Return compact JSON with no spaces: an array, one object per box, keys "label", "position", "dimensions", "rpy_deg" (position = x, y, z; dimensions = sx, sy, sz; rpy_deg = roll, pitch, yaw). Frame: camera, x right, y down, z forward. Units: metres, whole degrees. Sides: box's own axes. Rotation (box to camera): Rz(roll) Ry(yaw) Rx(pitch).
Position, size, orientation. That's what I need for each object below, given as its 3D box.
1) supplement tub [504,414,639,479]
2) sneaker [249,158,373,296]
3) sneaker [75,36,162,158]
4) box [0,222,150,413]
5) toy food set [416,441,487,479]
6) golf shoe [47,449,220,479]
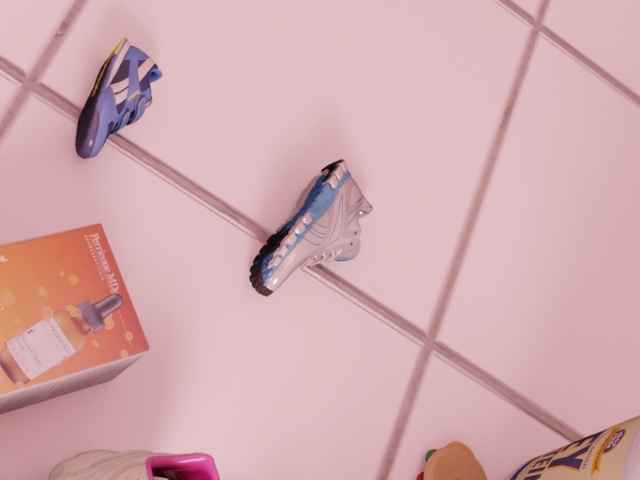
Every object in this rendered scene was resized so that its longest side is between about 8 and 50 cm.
[{"label":"supplement tub","position":[0.335,0.287,1.399],"dimensions":[0.235,0.325,0.235],"rpy_deg":[14,61,-27]},{"label":"sneaker","position":[0.000,0.000,1.486],"dimensions":[0.083,0.071,0.191],"rpy_deg":[47,52,-12]},{"label":"sneaker","position":[-0.199,-0.136,1.432],"dimensions":[0.059,0.053,0.144],"rpy_deg":[31,56,-19]},{"label":"box","position":[-0.259,0.073,1.269],"dimensions":[0.170,0.091,0.130],"rpy_deg":[-16,77,-36]},{"label":"toy food set","position":[0.137,0.250,1.484],"dimensions":[0.082,0.020,0.083],"rpy_deg":[-16,78,-37]},{"label":"golf shoe","position":[-0.186,0.232,1.142],"dimensions":[0.306,0.140,0.115],"rpy_deg":[-33,107,-65]}]
